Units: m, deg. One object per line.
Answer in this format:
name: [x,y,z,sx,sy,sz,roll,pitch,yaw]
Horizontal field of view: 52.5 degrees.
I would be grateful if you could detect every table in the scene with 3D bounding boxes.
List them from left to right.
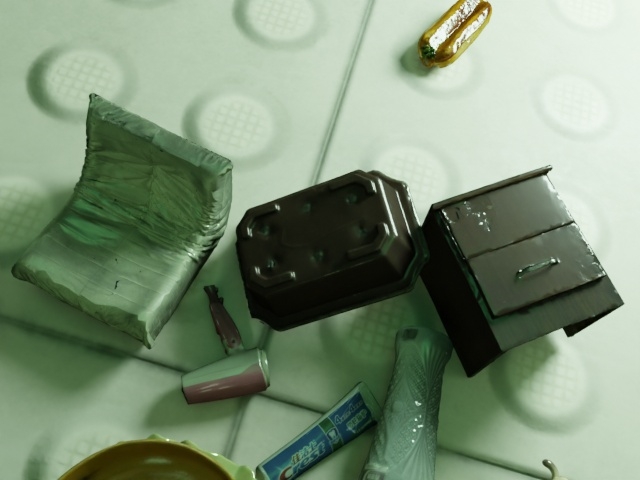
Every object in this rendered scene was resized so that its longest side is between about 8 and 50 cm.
table: [0.241,0.043,0.832,0.169,0.172,0.193,-18,70,-10]

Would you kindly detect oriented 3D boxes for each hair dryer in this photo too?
hair dryer: [-0.127,0.126,0.823,0.106,0.054,0.154,-10,57,-8]

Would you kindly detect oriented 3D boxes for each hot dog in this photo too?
hot dog: [0.225,-0.347,1.088,0.072,0.055,0.188,37,65,13]

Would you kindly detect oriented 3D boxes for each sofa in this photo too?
sofa: [-0.238,-0.019,0.796,0.210,0.176,0.225,28,64,5]

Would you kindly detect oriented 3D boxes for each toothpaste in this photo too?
toothpaste: [-0.009,0.246,0.785,0.197,0.035,0.057,-31,89,-22]

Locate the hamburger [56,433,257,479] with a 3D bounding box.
hamburger: [-0.148,0.338,0.617,0.274,0.212,0.274,-3,55,4]

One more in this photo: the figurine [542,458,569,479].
figurine: [0.277,0.316,0.792,0.050,0.047,0.083,29,70,22]

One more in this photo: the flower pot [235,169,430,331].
flower pot: [0.000,0.000,0.821,0.251,0.084,0.179,-18,67,10]

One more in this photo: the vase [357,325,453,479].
vase: [0.108,0.215,0.787,0.096,0.096,0.219,17,61,0]
